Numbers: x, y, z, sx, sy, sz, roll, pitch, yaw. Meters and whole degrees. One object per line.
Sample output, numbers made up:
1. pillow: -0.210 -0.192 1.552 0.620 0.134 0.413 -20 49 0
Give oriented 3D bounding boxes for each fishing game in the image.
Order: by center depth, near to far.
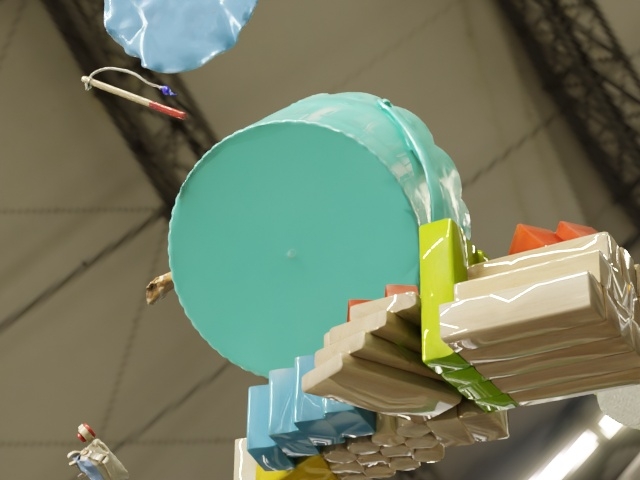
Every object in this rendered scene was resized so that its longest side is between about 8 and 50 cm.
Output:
1. fishing game: -0.144 -0.259 1.612 0.264 0.189 0.041 -67 -25 -6

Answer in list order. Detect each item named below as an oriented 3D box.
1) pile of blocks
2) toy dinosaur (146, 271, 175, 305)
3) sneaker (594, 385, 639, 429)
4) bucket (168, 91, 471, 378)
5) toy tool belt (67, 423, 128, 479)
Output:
1. pile of blocks: 0.042 0.060 0.918 0.149 0.113 0.362 20 -35 -31
2. toy dinosaur: -0.127 0.036 2.003 0.211 0.112 0.064 -30 -5 -34
3. sneaker: 0.271 0.095 1.447 0.126 0.240 0.091 -28 -34 -62
4. bucket: 0.000 0.000 1.454 0.281 0.281 0.183 -59 -9 16
5. toy tool belt: -0.263 0.256 1.766 0.051 0.052 0.083 -41 -68 -13
